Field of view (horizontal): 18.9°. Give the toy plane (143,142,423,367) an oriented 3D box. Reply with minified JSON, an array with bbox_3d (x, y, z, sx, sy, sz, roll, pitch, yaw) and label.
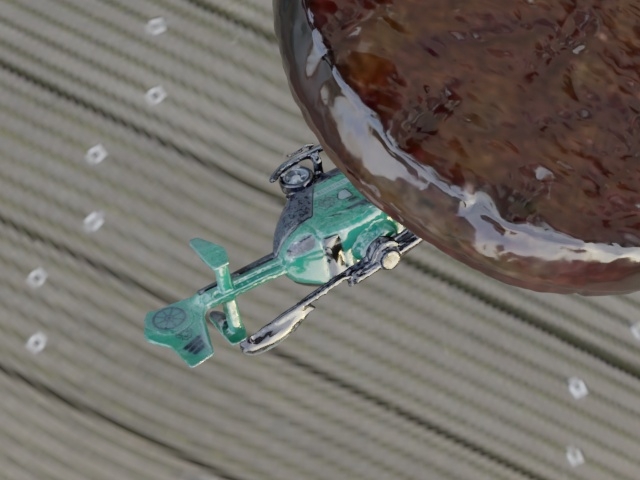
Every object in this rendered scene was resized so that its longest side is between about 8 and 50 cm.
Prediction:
[{"bbox_3d":[0.000,0.000,1.776,0.381,0.155,0.106,-26,127,-19],"label":"toy plane"}]

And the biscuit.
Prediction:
[{"bbox_3d":[0.155,-0.128,1.401,0.407,0.407,0.091,27,137,-3],"label":"biscuit"}]
